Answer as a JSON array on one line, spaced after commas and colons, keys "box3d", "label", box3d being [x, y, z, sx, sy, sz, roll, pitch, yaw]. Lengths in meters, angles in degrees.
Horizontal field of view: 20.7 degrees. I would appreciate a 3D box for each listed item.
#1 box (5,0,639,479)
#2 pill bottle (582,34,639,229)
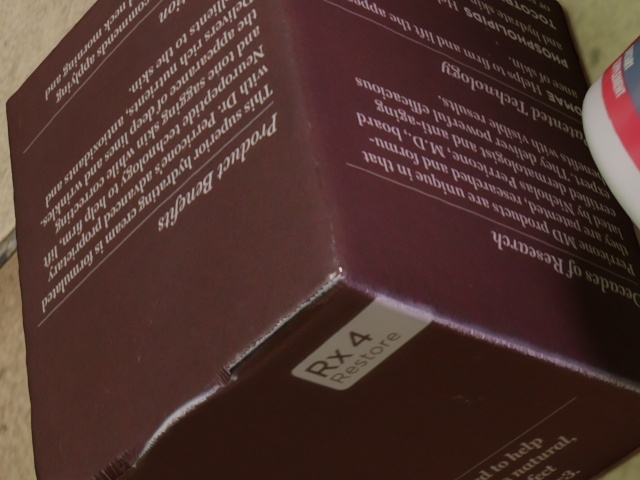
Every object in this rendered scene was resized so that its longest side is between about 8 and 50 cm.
[{"box3d": [0.000, 0.000, 0.650, 0.168, 0.167, 0.203, -40, 46, 34], "label": "box"}, {"box3d": [0.173, -0.065, 0.508, 0.180, 0.108, 0.108, -47, 42, 28], "label": "pill bottle"}]
